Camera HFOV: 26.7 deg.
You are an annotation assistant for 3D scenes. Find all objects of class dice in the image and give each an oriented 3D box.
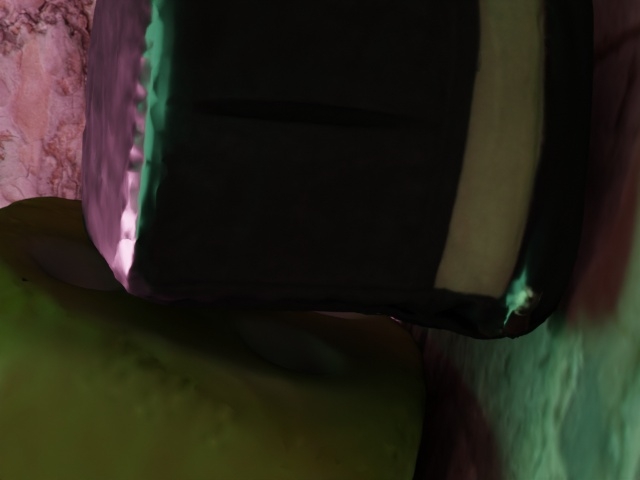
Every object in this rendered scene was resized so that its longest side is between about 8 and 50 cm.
[{"bbox_3d":[-0.088,0.121,0.661,0.238,0.233,0.227,-82,12,-76],"label":"dice"}]

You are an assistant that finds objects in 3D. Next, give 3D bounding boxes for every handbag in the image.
[{"bbox_3d":[0.001,-0.056,0.553,0.254,0.181,0.181,-165,81,-75],"label":"handbag"}]
